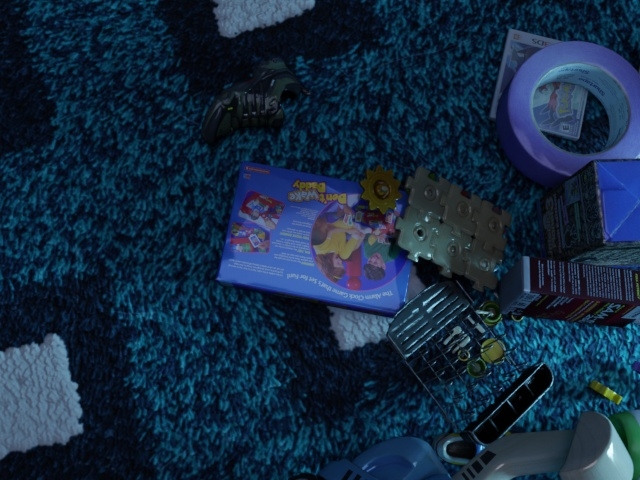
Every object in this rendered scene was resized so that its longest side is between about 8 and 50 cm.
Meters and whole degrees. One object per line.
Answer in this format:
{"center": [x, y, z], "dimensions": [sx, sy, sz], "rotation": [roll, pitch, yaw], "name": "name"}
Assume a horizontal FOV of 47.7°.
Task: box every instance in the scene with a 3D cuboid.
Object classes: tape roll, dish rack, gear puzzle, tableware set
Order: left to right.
{"center": [0.203, -0.032, 1.325], "dimensions": [0.339, 0.044, 0.175], "rotation": [24, 73, -25], "name": "gear puzzle"}
{"center": [0.256, 0.204, 1.280], "dimensions": [0.208, 0.074, 0.271], "rotation": [-34, 84, -29], "name": "dish rack"}
{"center": [0.316, 0.179, 1.362], "dimensions": [0.154, 0.024, 0.104], "rotation": [-41, 83, -9], "name": "tableware set"}
{"center": [0.485, -0.238, 1.391], "dimensions": [0.275, 0.090, 0.274], "rotation": [0, 79, -1], "name": "tape roll"}

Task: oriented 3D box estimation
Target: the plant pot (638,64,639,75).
{"center": [0.784, -0.304, 1.370], "dimensions": [0.191, 0.284, 0.283], "rotation": [-10, 77, -39], "name": "plant pot"}

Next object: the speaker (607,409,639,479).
{"center": [0.656, 0.360, 1.254], "dimensions": [0.297, 0.131, 0.131], "rotation": [2, 79, -3], "name": "speaker"}

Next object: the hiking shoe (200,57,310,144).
{"center": [-0.128, -0.253, 1.403], "dimensions": [0.227, 0.086, 0.114], "rotation": [-43, 80, -10], "name": "hiking shoe"}

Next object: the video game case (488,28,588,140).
{"center": [0.449, -0.316, 1.463], "dimensions": [0.184, 0.023, 0.201], "rotation": [14, 79, 1], "name": "video game case"}

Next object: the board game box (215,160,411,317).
{"center": [0.000, 0.000, 1.361], "dimensions": [0.348, 0.078, 0.233], "rotation": [11, 78, 1], "name": "board game box"}

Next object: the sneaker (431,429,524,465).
{"center": [0.296, 0.375, 1.292], "dimensions": [0.186, 0.084, 0.069], "rotation": [-4, 79, -2], "name": "sneaker"}

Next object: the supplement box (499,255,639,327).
{"center": [0.462, 0.096, 1.317], "dimensions": [0.240, 0.130, 0.073], "rotation": [6, 66, -3], "name": "supplement box"}

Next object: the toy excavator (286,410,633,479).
{"center": [0.193, 0.403, 1.137], "dimensions": [0.445, 0.433, 0.222], "rotation": [-39, 107, -21], "name": "toy excavator"}

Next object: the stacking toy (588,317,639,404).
{"center": [0.634, 0.265, 1.340], "dimensions": [0.221, 0.052, 0.167], "rotation": [34, 89, -2], "name": "stacking toy"}

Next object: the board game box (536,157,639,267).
{"center": [0.543, -0.040, 1.275], "dimensions": [0.232, 0.291, 0.141], "rotation": [-2, 80, -1], "name": "board game box"}
